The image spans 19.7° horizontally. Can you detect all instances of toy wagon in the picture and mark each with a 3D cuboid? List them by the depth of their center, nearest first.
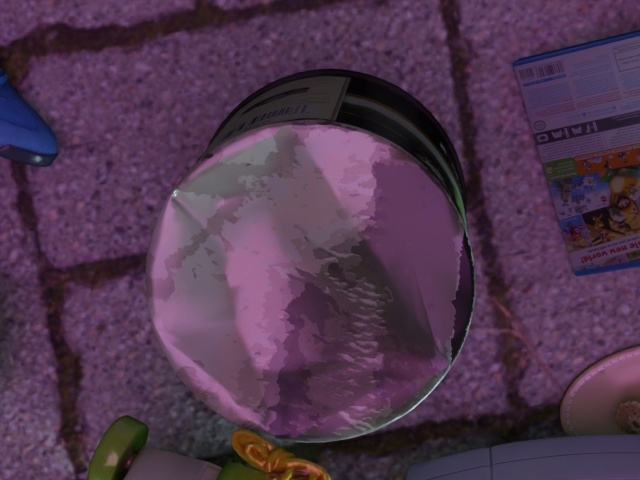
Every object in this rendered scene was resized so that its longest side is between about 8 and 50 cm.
[{"bbox_3d":[-0.033,0.210,1.254,0.267,0.344,0.068,25,72,11],"label":"toy wagon"}]

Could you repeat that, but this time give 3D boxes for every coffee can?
[{"bbox_3d":[0.000,0.000,1.238,0.201,0.275,0.201,1,102,3],"label":"coffee can"}]

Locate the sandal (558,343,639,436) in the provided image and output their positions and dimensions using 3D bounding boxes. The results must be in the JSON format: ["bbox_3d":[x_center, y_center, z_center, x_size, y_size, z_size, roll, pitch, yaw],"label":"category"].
[{"bbox_3d":[0.297,0.123,1.346,0.240,0.079,0.088,-2,101,4],"label":"sandal"}]

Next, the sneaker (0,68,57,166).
[{"bbox_3d":[-0.269,-0.133,1.332,0.209,0.069,0.082,35,97,-4],"label":"sneaker"}]

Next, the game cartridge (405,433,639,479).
[{"bbox_3d":[0.211,0.228,1.347,0.297,0.062,0.198,-2,132,4],"label":"game cartridge"}]

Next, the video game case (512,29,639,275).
[{"bbox_3d":[0.213,-0.062,1.319,0.119,0.015,0.166,-11,102,35],"label":"video game case"}]
